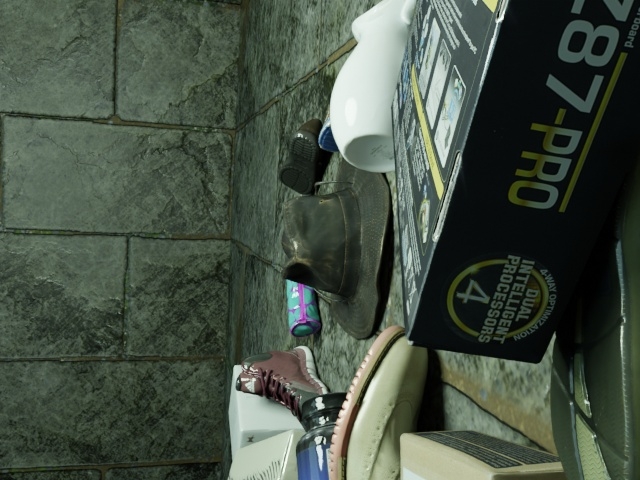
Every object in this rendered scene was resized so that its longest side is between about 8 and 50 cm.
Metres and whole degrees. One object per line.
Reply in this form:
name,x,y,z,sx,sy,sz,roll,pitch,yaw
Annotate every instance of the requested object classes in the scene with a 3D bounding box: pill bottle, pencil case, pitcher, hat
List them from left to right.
pencil case,-0.039,0.117,1.314,0.070,0.064,0.151,84,177,-54
hat,0.000,0.000,1.047,0.331,0.134,0.331,-177,90,-76
pill bottle,0.029,0.330,0.902,0.123,0.123,0.219,112,155,-54
pitcher,0.090,-0.200,0.772,0.178,0.125,0.207,141,142,-58

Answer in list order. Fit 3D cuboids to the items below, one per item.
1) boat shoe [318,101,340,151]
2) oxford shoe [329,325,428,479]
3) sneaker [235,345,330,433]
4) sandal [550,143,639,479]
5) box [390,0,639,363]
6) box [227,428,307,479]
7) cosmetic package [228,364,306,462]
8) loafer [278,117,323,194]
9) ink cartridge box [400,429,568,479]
boat shoe,0.049,-0.214,1.039,0.183,0.066,0.066,129,147,-51
oxford shoe,0.091,0.298,0.731,0.146,0.140,0.397,4,80,33
sneaker,-0.078,0.298,1.243,0.281,0.162,0.106,-126,41,-68
sandal,0.194,0.005,0.377,0.120,0.086,0.302,-109,22,-89
box,0.126,-0.162,0.467,0.395,0.097,0.318,-81,0,-59
box,-0.070,0.414,1.158,0.275,0.113,0.094,-44,27,55
cosmetic package,-0.109,0.379,1.379,0.183,0.151,0.151,-106,23,-54
loafer,-0.025,-0.167,1.315,0.078,0.080,0.220,-58,-1,-27
ink cartridge box,0.139,0.293,0.549,0.193,0.088,0.234,147,125,-74
